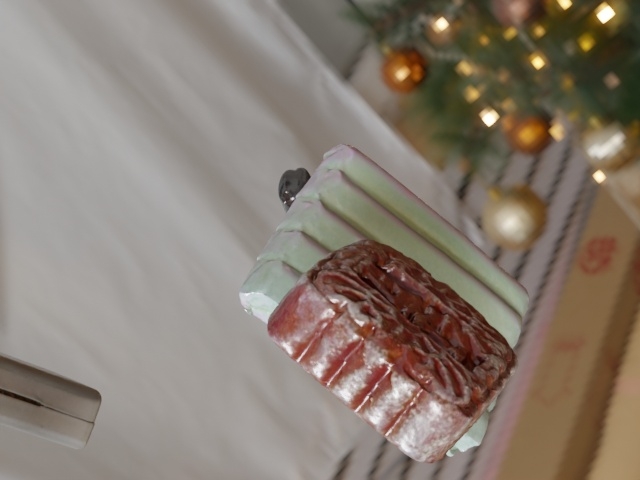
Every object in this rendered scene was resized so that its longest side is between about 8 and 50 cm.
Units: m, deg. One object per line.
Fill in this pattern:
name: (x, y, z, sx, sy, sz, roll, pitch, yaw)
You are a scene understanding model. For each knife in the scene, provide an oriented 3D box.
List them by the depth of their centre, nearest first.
knife: (0.000, 0.000, 1.590, 0.028, 0.230, 0.060, -4, 58, 10)

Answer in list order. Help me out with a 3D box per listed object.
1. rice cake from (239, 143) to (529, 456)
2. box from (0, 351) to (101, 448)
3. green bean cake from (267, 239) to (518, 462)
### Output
rice cake: (0.053, 0.038, 1.292, 0.037, 0.198, 0.189, -36, 18, 43)
box: (-0.300, 0.107, 1.520, 0.103, 0.243, 0.055, 15, 83, 51)
green bean cake: (0.048, 0.061, 1.123, 0.056, 0.135, 0.135, -52, -8, 24)
